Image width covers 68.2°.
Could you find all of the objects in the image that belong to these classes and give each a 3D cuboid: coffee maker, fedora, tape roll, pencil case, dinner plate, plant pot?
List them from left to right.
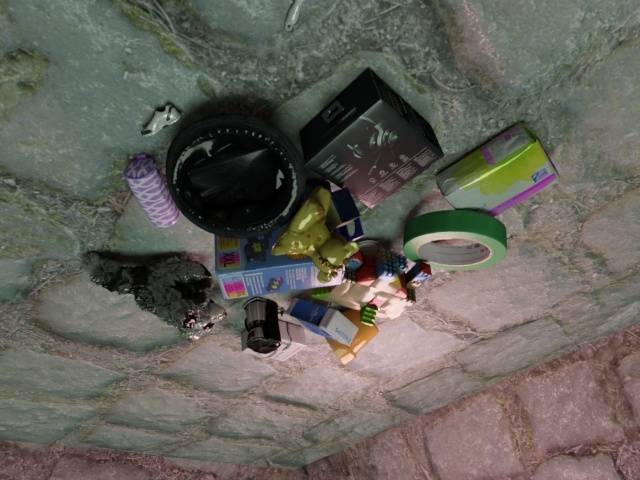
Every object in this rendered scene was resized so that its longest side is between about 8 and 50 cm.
[{"bbox_3d":[-0.435,-0.124,1.226,0.086,0.088,0.206,-12,141,-4],"label":"pencil case"},{"bbox_3d":[-0.196,-0.166,1.150,0.334,0.152,0.334,2,115,4],"label":"fedora"},{"bbox_3d":[-0.197,0.319,1.755,0.171,0.178,0.120,6,139,-21],"label":"coffee maker"},{"bbox_3d":[0.123,0.361,1.894,0.188,0.205,0.205,-33,139,1],"label":"plant pot"},{"bbox_3d":[0.150,0.040,1.632,0.141,0.017,0.141,-6,141,-5],"label":"dinner plate"},{"bbox_3d":[0.428,0.007,1.521,0.321,0.077,0.321,7,158,3],"label":"tape roll"}]

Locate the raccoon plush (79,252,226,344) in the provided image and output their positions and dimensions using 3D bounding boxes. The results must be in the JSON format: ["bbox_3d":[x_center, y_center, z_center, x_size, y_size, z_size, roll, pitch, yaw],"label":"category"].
[{"bbox_3d":[-0.524,0.170,1.554,0.446,0.216,0.299,28,149,-1],"label":"raccoon plush"}]

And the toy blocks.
[{"bbox_3d":[0.195,0.137,1.601,0.381,0.191,0.261,19,136,-19],"label":"toy blocks"}]

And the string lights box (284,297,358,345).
[{"bbox_3d":[-0.001,0.293,1.716,0.133,0.077,0.259,44,158,-32],"label":"string lights box"}]

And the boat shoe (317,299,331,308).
[{"bbox_3d":[0.013,0.263,1.850,0.042,0.049,0.133,-13,143,-40],"label":"boat shoe"}]

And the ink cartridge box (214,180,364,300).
[{"bbox_3d":[-0.087,-0.008,1.309,0.395,0.270,0.151,-7,148,-6],"label":"ink cartridge box"}]

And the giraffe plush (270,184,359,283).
[{"bbox_3d":[0.000,0.000,1.137,0.170,0.210,0.181,36,143,-5],"label":"giraffe plush"}]

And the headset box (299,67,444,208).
[{"bbox_3d":[0.119,-0.246,1.183,0.283,0.131,0.246,27,129,-38],"label":"headset box"}]

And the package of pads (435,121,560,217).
[{"bbox_3d":[0.515,-0.183,1.384,0.296,0.101,0.229,-34,137,24],"label":"package of pads"}]

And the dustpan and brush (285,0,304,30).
[{"bbox_3d":[-0.023,-0.497,0.910,0.147,0.060,0.211,-2,136,-32],"label":"dustpan and brush"}]

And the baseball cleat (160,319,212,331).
[{"bbox_3d":[-0.477,0.289,1.734,0.206,0.072,0.109,16,127,-35],"label":"baseball cleat"}]

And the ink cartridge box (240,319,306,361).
[{"bbox_3d":[-0.189,0.405,1.930,0.219,0.092,0.160,24,130,-35],"label":"ink cartridge box"}]

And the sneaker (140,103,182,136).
[{"bbox_3d":[-0.377,-0.280,1.097,0.109,0.040,0.044,-27,123,13],"label":"sneaker"}]

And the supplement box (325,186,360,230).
[{"bbox_3d":[0.045,-0.079,1.208,0.056,0.083,0.083,-22,176,-29],"label":"supplement box"}]
